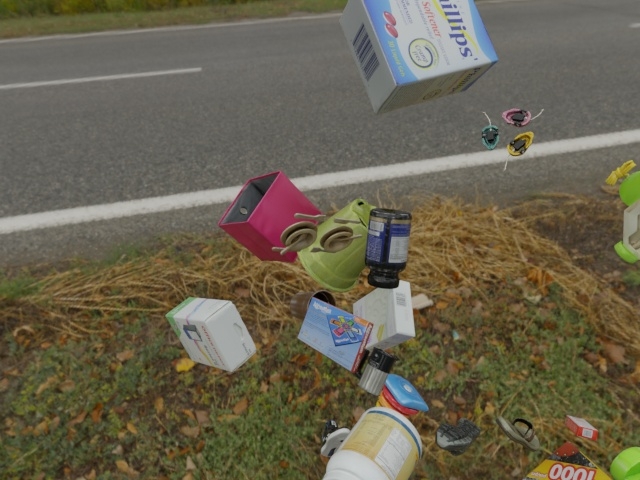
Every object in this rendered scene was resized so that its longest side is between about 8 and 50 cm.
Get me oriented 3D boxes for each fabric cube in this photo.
[{"bbox_3d":[-0.201,-0.087,1.737,0.259,0.258,0.254,-2,53,51],"label":"fabric cube"}]

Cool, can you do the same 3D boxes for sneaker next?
[{"bbox_3d":[0.448,0.664,1.419,0.101,0.106,0.267,30,9,42],"label":"sneaker"},{"bbox_3d":[0.056,0.767,1.739,0.079,0.217,0.121,19,38,-12],"label":"sneaker"}]

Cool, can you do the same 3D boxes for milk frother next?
[{"bbox_3d":[0.200,0.437,1.445,0.143,0.135,0.129,28,-5,-25],"label":"milk frother"}]

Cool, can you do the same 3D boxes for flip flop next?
[{"bbox_3d":[0.738,0.694,1.587,0.080,0.277,0.112,-51,33,5],"label":"flip flop"}]

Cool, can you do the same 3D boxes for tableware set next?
[{"bbox_3d":[0.000,0.000,0.996,0.194,0.128,0.039,4,49,-36],"label":"tableware set"}]

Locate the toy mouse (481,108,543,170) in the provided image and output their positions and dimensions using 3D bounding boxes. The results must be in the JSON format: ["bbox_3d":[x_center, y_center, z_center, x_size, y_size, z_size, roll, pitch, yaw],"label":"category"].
[{"bbox_3d":[0.430,-0.254,1.001,0.161,0.031,0.143,-48,57,9],"label":"toy mouse"}]

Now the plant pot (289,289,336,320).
[{"bbox_3d":[-0.044,0.300,1.938,0.167,0.167,0.165,-32,19,-35],"label":"plant pot"}]

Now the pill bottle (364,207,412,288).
[{"bbox_3d":[0.192,0.022,1.248,0.122,0.220,0.123,5,11,-1],"label":"pill bottle"}]

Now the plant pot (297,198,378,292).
[{"bbox_3d":[0.099,-0.001,1.500,0.276,0.254,0.276,28,38,-25],"label":"plant pot"}]

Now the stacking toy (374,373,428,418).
[{"bbox_3d":[0.261,0.695,1.699,0.175,0.302,0.166,25,13,-32],"label":"stacking toy"}]

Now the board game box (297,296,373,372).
[{"bbox_3d":[0.036,0.274,1.296,0.027,0.145,0.281,22,-5,-35],"label":"board game box"}]

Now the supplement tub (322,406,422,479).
[{"bbox_3d":[0.101,0.444,0.848,0.144,0.145,0.199,19,29,28],"label":"supplement tub"}]

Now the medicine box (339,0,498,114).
[{"bbox_3d":[0.234,-0.487,1.052,0.289,0.264,0.149,-20,-4,-16],"label":"medicine box"}]

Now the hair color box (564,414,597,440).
[{"bbox_3d":[1.051,0.755,1.743,0.071,0.043,0.141,10,-2,14],"label":"hair color box"}]

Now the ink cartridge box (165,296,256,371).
[{"bbox_3d":[-0.281,0.234,1.102,0.212,0.154,0.093,-5,25,45],"label":"ink cartridge box"}]

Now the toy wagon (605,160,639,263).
[{"bbox_3d":[0.769,-0.039,0.907,0.068,0.267,0.344,-18,62,-43],"label":"toy wagon"}]

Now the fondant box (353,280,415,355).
[{"bbox_3d":[0.264,0.340,1.871,0.096,0.330,0.239,14,57,-22],"label":"fondant box"}]

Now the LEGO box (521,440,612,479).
[{"bbox_3d":[0.691,0.822,1.092,0.372,0.193,0.500,-42,4,2],"label":"LEGO box"}]

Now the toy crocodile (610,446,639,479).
[{"bbox_3d":[0.434,0.403,0.614,0.340,0.105,0.115,-22,24,-9],"label":"toy crocodile"}]
